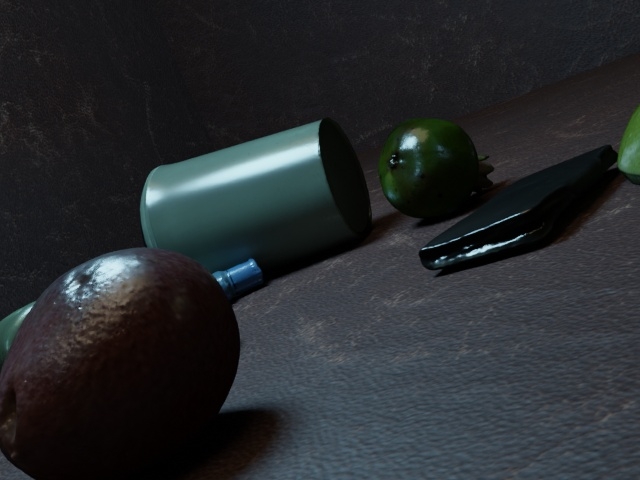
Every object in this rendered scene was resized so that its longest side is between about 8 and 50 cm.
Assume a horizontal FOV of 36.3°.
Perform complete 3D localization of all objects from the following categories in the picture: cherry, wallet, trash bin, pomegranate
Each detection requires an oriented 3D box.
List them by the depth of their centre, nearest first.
[{"bbox_3d":[-0.214,0.136,1.023,0.261,0.221,0.307,-28,17,36],"label":"cherry"},{"bbox_3d":[0.298,-0.056,1.395,0.197,0.051,0.377,-21,7,37],"label":"wallet"},{"bbox_3d":[0.215,-0.127,1.743,0.225,0.187,0.187,0,-7,-35],"label":"pomegranate"},{"bbox_3d":[-0.142,-0.060,1.920,0.432,0.280,0.280,-17,9,19],"label":"trash bin"}]

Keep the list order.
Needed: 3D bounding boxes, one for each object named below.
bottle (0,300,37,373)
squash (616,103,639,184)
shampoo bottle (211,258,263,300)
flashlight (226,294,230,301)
[{"bbox_3d":[-0.466,0.194,1.563,0.168,0.168,0.347,-29,5,-34],"label":"bottle"},{"bbox_3d":[0.520,-0.142,1.295,0.234,0.210,0.309,-27,-20,-15],"label":"squash"},{"bbox_3d":[-0.229,0.108,1.792,0.258,0.061,0.104,-25,5,-11],"label":"shampoo bottle"},{"bbox_3d":[-0.212,0.129,1.718,0.121,0.035,0.057,-23,-18,-28],"label":"flashlight"}]
